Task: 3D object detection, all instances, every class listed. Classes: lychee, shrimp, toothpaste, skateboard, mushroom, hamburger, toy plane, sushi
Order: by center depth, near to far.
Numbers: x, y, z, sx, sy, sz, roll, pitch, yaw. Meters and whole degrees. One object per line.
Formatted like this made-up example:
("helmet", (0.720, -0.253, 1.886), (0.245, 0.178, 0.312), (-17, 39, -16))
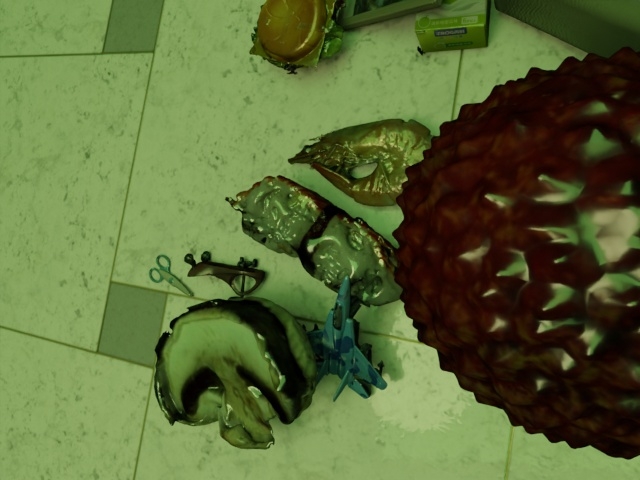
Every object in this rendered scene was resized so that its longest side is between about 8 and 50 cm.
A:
("lychee", (0.308, 0.013, 0.523), (0.500, 0.425, 0.423), (11, 87, 48))
("toy plane", (0.033, 0.140, 0.750), (0.169, 0.078, 0.246), (23, 125, 24))
("mushroom", (-0.131, 0.207, 0.803), (0.344, 0.130, 0.247), (-33, 77, 41))
("sushi", (0.000, 0.000, 0.812), (0.332, 0.124, 0.129), (36, 89, 20))
("toothpaste", (0.224, -0.471, 0.814), (0.111, 0.077, 0.326), (4, 84, 23))
("shrimp", (0.066, -0.131, 0.843), (0.268, 0.061, 0.145), (5, 94, 20))
("hamburger", (-0.036, -0.377, 0.893), (0.190, 0.093, 0.163), (34, 104, 25))
("skateboard", (-0.173, 0.068, 0.911), (0.152, 0.067, 0.080), (7, 95, 19))

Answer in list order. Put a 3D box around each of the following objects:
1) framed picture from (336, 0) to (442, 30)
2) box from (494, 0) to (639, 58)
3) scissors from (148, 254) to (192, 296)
("framed picture", (0.135, -0.517, 0.821), (0.232, 0.024, 0.314), (13, 93, 50))
("box", (0.470, -0.412, 0.658), (0.344, 0.177, 0.351), (38, 98, 23))
("scissors", (-0.290, 0.076, 0.977), (0.119, 0.014, 0.058), (32, 96, 26))
